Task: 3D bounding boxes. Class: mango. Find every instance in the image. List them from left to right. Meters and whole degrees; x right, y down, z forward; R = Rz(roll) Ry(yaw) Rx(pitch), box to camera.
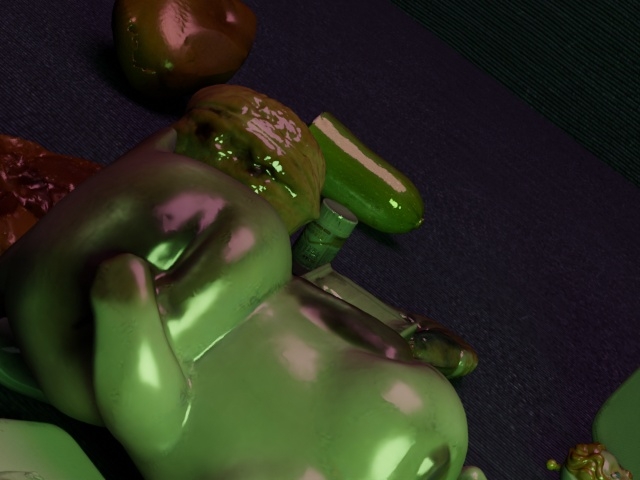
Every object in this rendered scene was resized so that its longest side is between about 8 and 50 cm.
[{"bbox_3d":[-0.188,-0.257,1.950,0.166,0.136,0.236,40,27,-21],"label":"mango"}]

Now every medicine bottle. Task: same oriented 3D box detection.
[{"bbox_3d":[0.000,0.000,1.683,0.047,0.083,0.047,31,17,-11],"label":"medicine bottle"}]

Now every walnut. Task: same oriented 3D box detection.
[{"bbox_3d":[-0.077,-0.076,1.649,0.184,0.155,0.155,35,17,6],"label":"walnut"}]

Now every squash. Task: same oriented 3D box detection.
[{"bbox_3d":[0.050,-0.072,1.971,0.188,0.095,0.095,40,18,4],"label":"squash"}]

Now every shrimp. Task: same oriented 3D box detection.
[{"bbox_3d":[0.082,0.097,1.645,0.150,0.051,0.217,36,12,28],"label":"shrimp"}]

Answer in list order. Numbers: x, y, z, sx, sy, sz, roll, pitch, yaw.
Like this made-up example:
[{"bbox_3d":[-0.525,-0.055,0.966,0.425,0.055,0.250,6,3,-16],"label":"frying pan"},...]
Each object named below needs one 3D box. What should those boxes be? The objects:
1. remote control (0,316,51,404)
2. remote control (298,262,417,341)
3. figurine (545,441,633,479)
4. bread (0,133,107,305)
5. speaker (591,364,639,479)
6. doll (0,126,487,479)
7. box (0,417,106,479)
[{"bbox_3d":[-0.138,0.118,1.187,0.256,0.045,0.097,24,30,-22],"label":"remote control"},{"bbox_3d":[-0.008,0.091,1.445,0.123,0.038,0.285,34,23,13],"label":"remote control"},{"bbox_3d":[0.294,0.262,1.553,0.143,0.068,0.101,42,19,-17],"label":"figurine"},{"bbox_3d":[-0.258,-0.022,1.247,0.380,0.109,0.185,18,22,-45],"label":"bread"},{"bbox_3d":[0.468,0.289,1.586,0.184,0.183,0.406,34,13,-40],"label":"speaker"},{"bbox_3d":[-0.060,0.097,1.063,0.370,0.215,0.226,47,-2,3],"label":"doll"},{"bbox_3d":[-0.141,0.207,0.950,0.285,0.044,0.142,45,18,33],"label":"box"}]
